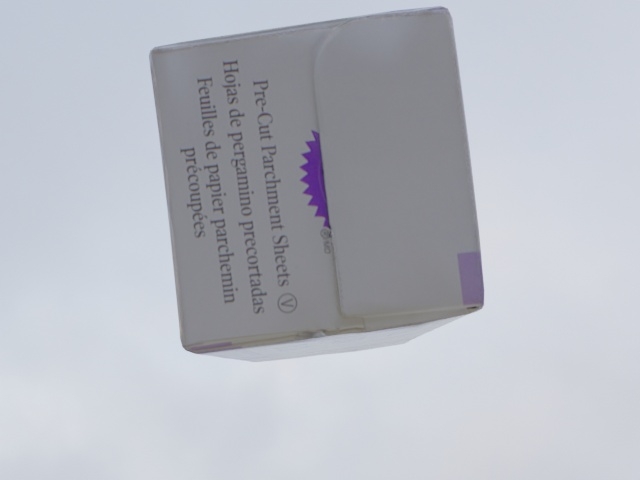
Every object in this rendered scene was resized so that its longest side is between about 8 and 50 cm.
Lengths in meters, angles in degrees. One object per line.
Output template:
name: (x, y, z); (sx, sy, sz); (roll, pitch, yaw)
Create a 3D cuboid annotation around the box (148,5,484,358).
box: (0.000, 0.000, 0.502); (0.063, 0.067, 0.324); (-8, -5, 0)
